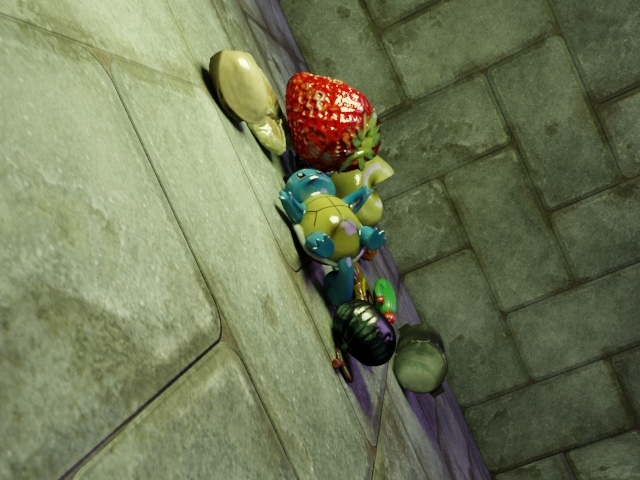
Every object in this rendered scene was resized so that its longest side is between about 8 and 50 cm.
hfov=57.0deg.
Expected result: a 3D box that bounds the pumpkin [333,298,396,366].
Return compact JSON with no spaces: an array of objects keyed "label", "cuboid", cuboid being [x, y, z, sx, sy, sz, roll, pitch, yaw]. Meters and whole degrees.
[{"label":"pumpkin","cuboid":[0.115,0.250,1.582,0.202,0.140,0.202,47,-16,18]}]

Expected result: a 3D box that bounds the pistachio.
[{"label":"pistachio","cuboid":[-0.207,-0.394,1.506,0.152,0.126,0.223,-66,150,-22]}]

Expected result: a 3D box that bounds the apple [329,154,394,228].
[{"label":"apple","cuboid":[0.117,-0.197,2.200,0.233,0.257,0.295,35,68,-32]}]

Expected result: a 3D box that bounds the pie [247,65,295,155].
[{"label":"pie","cuboid":[-0.171,-0.401,1.794,0.338,0.075,0.338,59,14,-25]}]

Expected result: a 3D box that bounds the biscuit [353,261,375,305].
[{"label":"biscuit","cuboid":[0.140,0.190,1.773,0.208,0.041,0.291,-75,145,-76]}]

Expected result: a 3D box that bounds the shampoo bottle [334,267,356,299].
[{"label":"shampoo bottle","cuboid":[0.084,0.120,1.934,0.104,0.061,0.259,58,14,-47]}]

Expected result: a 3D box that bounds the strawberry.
[{"label":"strawberry","cuboid":[0.014,-0.354,1.810,0.292,0.309,0.292,-47,146,-46]}]

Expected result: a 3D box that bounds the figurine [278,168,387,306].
[{"label":"figurine","cuboid":[0.035,-0.034,1.647,0.243,0.297,0.417,129,-54,-64]}]

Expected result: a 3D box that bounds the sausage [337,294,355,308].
[{"label":"sausage","cuboid":[0.091,0.216,1.768,0.062,0.062,0.154,-73,138,-73]}]

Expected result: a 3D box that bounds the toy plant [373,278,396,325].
[{"label":"toy plant","cuboid":[0.265,0.248,2.439,0.240,0.088,0.155,-65,133,-70]}]

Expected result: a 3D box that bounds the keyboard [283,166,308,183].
[{"label":"keyboard","cuboid":[-0.026,-0.122,1.837,0.230,0.093,0.025,60,24,-28]}]

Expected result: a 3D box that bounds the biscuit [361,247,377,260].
[{"label":"biscuit","cuboid":[0.137,-0.090,2.484,0.318,0.110,0.312,50,22,-53]}]

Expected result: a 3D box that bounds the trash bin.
[{"label":"trash bin","cuboid":[0.393,0.457,2.316,0.252,0.202,0.301,54,10,1]}]

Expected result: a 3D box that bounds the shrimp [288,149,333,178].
[{"label":"shrimp","cuboid":[-0.014,-0.237,2.012,0.221,0.166,0.411,21,56,-43]}]

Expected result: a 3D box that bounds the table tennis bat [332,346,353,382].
[{"label":"table tennis bat","cuboid":[0.056,0.321,1.523,0.154,0.019,0.098,43,24,-70]}]
